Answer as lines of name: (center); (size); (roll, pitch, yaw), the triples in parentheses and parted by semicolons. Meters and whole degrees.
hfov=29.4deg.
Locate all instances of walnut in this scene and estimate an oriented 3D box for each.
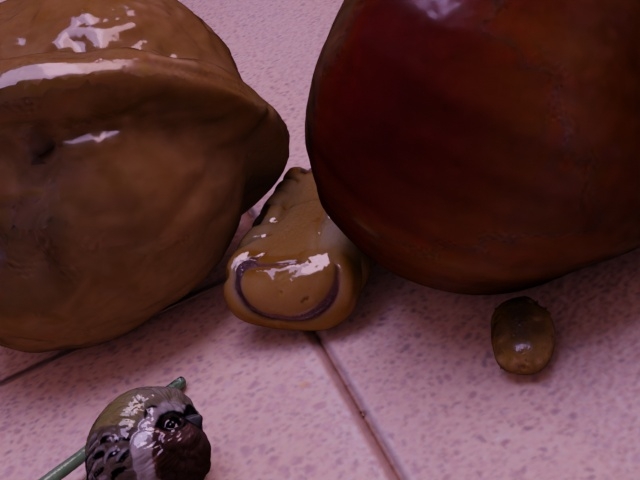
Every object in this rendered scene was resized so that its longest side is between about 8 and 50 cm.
walnut: (-0.243, -0.081, 1.185); (0.384, 0.383, 0.383); (-16, 30, 10)

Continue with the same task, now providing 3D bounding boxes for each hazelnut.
hazelnut: (0.162, -0.136, 1.037); (0.359, 0.359, 0.409); (0, 35, 32)

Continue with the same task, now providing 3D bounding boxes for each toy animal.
toy animal: (-0.143, 0.180, 0.953); (0.137, 0.098, 0.098); (-50, 34, -2)

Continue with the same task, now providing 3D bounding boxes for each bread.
bread: (0.000, 0.000, 1.152); (0.134, 0.081, 0.225); (-1, 33, 24)

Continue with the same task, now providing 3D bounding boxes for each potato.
potato: (0.160, 0.074, 0.969); (0.051, 0.040, 0.083); (-19, 28, 15)

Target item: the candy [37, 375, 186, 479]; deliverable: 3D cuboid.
candy: (-0.232, 0.202, 0.996); (0.092, 0.093, 0.335); (30, 45, 30)
